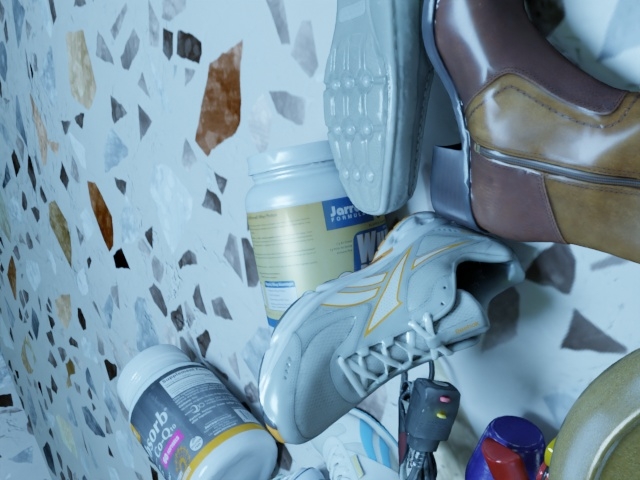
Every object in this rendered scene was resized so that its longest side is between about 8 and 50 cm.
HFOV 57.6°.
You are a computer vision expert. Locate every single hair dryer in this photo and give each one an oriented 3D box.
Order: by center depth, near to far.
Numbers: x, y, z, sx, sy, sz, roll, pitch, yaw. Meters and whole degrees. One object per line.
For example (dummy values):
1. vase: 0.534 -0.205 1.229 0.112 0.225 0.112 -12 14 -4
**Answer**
1. hair dryer: 0.111 0.254 0.551 0.080 0.223 0.293 3 87 6

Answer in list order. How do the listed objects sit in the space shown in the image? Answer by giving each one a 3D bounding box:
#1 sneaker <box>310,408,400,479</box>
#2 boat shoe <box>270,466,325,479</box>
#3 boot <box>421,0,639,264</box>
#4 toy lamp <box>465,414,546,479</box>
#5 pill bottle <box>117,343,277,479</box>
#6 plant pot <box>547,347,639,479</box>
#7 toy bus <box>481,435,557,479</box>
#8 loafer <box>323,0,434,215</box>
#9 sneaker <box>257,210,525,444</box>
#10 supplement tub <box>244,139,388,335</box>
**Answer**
1. sneaker: 0.051 0.284 0.692 0.229 0.092 0.087 36 129 39
2. boat shoe: -0.060 0.388 0.860 0.076 0.083 0.226 46 133 29
3. boot: 0.203 -0.100 0.392 0.281 0.096 0.264 20 116 44
4. toy lamp: 0.170 0.297 0.569 0.080 0.080 0.274 24 118 43
5. pill bottle: -0.210 0.298 0.946 0.278 0.162 0.162 33 125 39
6. plant pot: 0.238 0.162 0.300 0.236 0.032 0.236 1 92 33
7. toy bus: 0.237 0.206 0.436 0.191 0.104 0.202 54 159 6
8. loafer: 0.068 -0.182 0.506 0.112 0.112 0.319 22 115 57
9. sneaker: 0.065 0.069 0.479 0.121 0.262 0.099 16 142 49
10. supplement tub: 0.000 0.000 0.620 0.144 0.144 0.199 -3 99 50
